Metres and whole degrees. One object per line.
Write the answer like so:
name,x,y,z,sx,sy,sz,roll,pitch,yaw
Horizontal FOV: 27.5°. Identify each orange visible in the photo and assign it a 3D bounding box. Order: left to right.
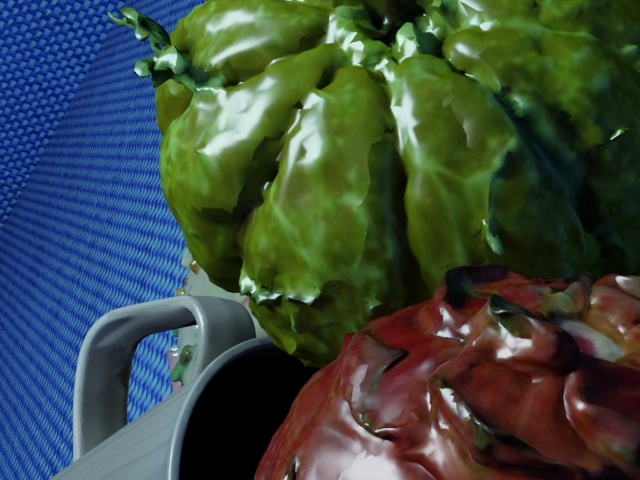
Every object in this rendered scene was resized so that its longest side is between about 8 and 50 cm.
orange,0.061,-0.068,0.722,0.301,0.300,0.223,-42,-24,-7

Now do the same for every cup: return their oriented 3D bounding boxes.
cup,-0.087,0.180,0.789,0.273,0.288,0.208,-34,-3,42

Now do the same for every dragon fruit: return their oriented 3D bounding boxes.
dragon fruit,0.081,0.124,0.536,0.252,0.241,0.241,-49,24,10

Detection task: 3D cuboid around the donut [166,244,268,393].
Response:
donut,0.000,0.000,0.995,0.382,0.142,0.382,-53,24,37
